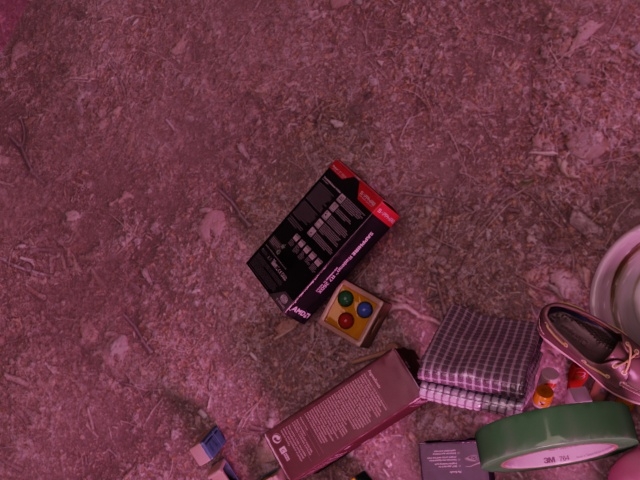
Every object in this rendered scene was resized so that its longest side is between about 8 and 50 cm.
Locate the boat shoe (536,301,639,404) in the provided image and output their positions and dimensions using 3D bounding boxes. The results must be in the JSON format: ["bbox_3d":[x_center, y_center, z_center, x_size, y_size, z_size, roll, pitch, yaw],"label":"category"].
[{"bbox_3d":[0.602,0.236,1.623,0.324,0.097,0.116,35,83,21],"label":"boat shoe"}]

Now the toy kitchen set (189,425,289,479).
[{"bbox_3d":[-0.197,0.558,1.986,0.166,0.122,0.207,-32,92,12],"label":"toy kitchen set"}]

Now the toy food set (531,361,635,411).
[{"bbox_3d":[0.563,0.340,1.702,0.232,0.104,0.111,-4,40,-9],"label":"toy food set"}]

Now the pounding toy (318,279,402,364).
[{"bbox_3d":[0.104,0.223,1.923,0.206,0.094,0.181,29,91,23],"label":"pounding toy"}]

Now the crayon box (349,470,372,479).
[{"bbox_3d":[0.056,0.788,1.836,0.363,0.106,0.313,-42,73,9],"label":"crayon box"}]

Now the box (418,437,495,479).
[{"bbox_3d":[0.317,0.538,1.790,0.156,0.093,0.158,-8,77,19],"label":"box"}]

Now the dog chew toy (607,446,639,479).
[{"bbox_3d":[0.659,0.595,1.604,0.206,0.206,0.332,28,99,22],"label":"dog chew toy"}]

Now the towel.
[{"bbox_3d":[0.360,0.256,1.722,0.235,0.283,0.121,5,117,22],"label":"towel"}]

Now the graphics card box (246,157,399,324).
[{"bbox_3d":[0.000,0.000,1.962,0.371,0.094,0.233,-49,46,5],"label":"graphics card box"}]

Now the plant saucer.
[{"bbox_3d":[0.792,0.143,1.679,0.400,0.100,0.400,-4,79,20],"label":"plant saucer"}]

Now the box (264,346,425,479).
[{"bbox_3d":[0.079,0.411,1.850,0.381,0.191,0.143,-37,70,12],"label":"box"}]

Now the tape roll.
[{"bbox_3d":[0.488,0.414,1.622,0.321,0.321,0.077,-15,63,17],"label":"tape roll"}]
